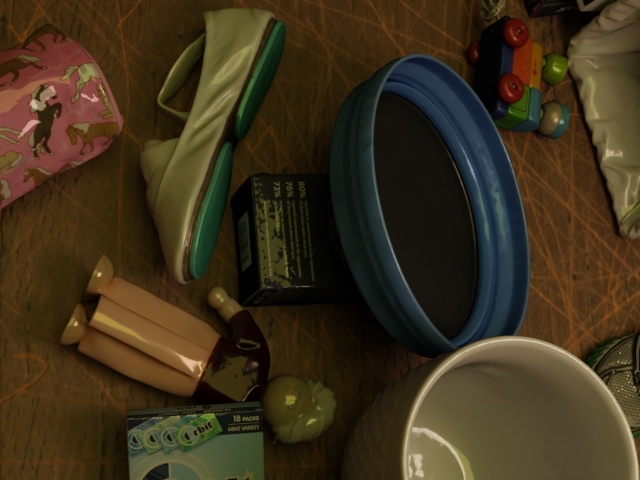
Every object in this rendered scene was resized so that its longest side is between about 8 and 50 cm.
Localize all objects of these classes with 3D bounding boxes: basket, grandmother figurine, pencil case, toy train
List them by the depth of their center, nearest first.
[{"bbox_3d":[-0.415,-0.099,1.321,0.386,0.167,0.160,-37,64,-23],"label":"pencil case"},{"bbox_3d":[-0.140,0.156,1.375,0.342,0.104,0.208,25,78,-8],"label":"grandmother figurine"},{"bbox_3d":[0.572,-0.210,1.594,0.266,0.328,0.331,-9,78,-25],"label":"basket"},{"bbox_3d":[0.298,-0.272,1.643,0.143,0.105,0.248,17,70,-24],"label":"toy train"}]

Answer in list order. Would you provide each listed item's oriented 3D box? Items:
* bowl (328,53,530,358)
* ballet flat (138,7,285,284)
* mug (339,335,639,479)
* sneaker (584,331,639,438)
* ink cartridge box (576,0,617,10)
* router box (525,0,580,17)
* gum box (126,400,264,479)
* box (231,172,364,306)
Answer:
[{"bbox_3d":[0.143,-0.038,1.430,0.391,0.077,0.391,26,57,-49],"label":"bowl"},{"bbox_3d":[-0.157,-0.131,1.446,0.139,0.139,0.400,22,65,-12],"label":"ballet flat"},{"bbox_3d":[0.122,0.294,1.297,0.374,0.328,0.276,-27,85,-23],"label":"mug"},{"bbox_3d":[0.499,0.160,1.559,0.343,0.146,0.134,-29,86,-22],"label":"sneaker"},{"bbox_3d":[0.499,-0.435,1.727,0.332,0.065,0.165,-10,77,-37],"label":"ink cartridge box"},{"bbox_3d":[0.386,-0.419,1.736,0.179,0.046,0.133,-12,79,-22],"label":"router box"},{"bbox_3d":[-0.144,0.286,1.320,0.157,0.041,0.184,-3,98,-9],"label":"gum box"},{"bbox_3d":[0.000,0.000,1.457,0.207,0.108,0.153,0,75,-19],"label":"box"}]
